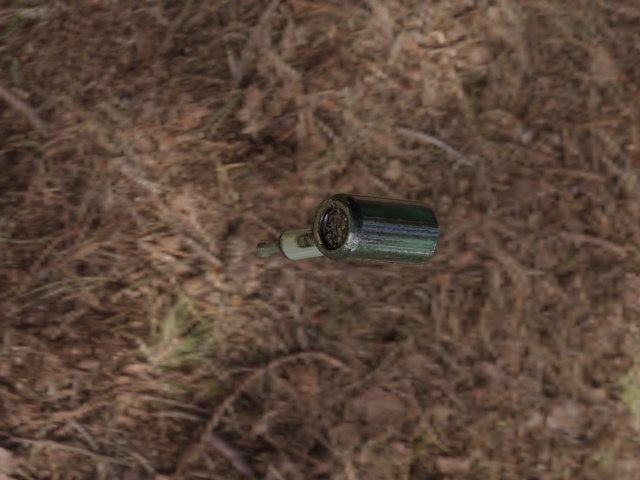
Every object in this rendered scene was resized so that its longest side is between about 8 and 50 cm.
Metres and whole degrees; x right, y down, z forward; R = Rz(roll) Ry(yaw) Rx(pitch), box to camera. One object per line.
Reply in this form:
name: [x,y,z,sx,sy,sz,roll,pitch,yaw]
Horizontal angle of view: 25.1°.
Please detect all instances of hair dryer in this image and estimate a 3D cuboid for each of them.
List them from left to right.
hair dryer: [0.000,0.000,1.231,0.100,0.197,0.057,6,79,-39]
